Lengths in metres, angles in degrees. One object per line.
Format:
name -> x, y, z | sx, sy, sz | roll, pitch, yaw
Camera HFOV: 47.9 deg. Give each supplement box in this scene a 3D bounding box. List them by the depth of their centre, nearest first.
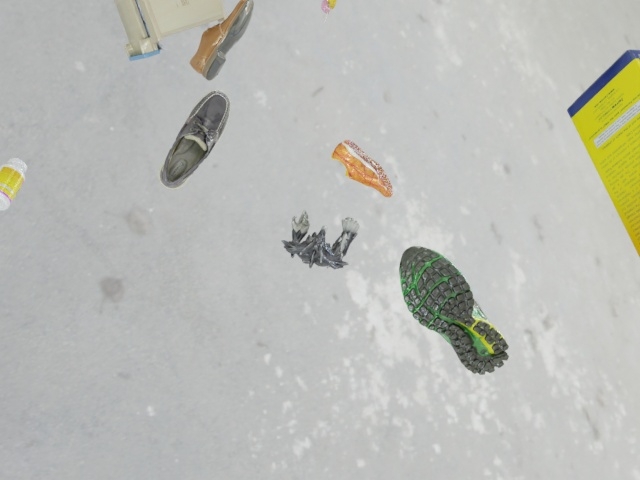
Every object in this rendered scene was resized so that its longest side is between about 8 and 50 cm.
supplement box -> 0.672, -0.168, 1.384 | 0.194, 0.195, 0.356 | -7, 66, -25

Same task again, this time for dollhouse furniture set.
dollhouse furniture set -> -0.423, -0.642, 1.875 | 0.198, 0.303, 0.286 | -27, 110, -26

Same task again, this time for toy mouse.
toy mouse -> 0.029, -0.746, 2.177 | 0.031, 0.161, 0.143 | 12, 39, -14

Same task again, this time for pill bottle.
pill bottle -> -0.495, -0.091, 1.136 | 0.043, 0.043, 0.083 | 38, 47, -28

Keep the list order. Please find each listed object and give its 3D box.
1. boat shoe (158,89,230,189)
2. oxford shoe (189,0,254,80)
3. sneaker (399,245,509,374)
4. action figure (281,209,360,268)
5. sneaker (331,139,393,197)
boat shoe -> -0.311, -0.251, 1.814 | 0.103, 0.092, 0.285 | 35, 87, -18
oxford shoe -> -0.232, -0.481, 1.673 | 0.076, 0.212, 0.076 | 35, 0, 14
sneaker -> 0.269, 0.143, 1.561 | 0.343, 0.134, 0.146 | 53, 5, -25
action figure -> 0.000, 0.000, 1.701 | 0.275, 0.164, 0.140 | 50, 55, -86
sneaker -> 0.099, -0.159, 1.671 | 0.175, 0.067, 0.064 | 42, 27, -10
